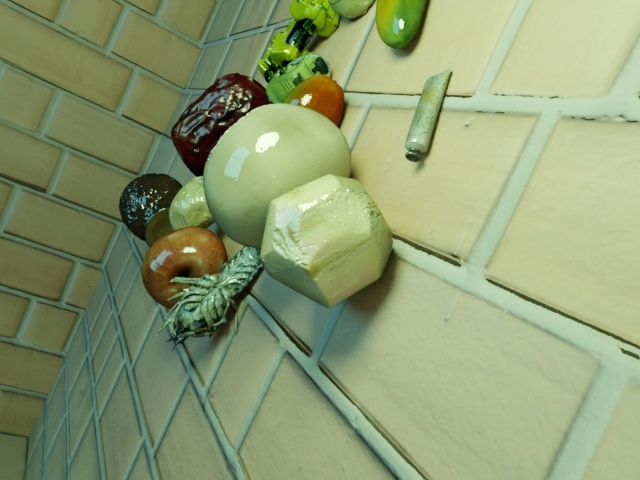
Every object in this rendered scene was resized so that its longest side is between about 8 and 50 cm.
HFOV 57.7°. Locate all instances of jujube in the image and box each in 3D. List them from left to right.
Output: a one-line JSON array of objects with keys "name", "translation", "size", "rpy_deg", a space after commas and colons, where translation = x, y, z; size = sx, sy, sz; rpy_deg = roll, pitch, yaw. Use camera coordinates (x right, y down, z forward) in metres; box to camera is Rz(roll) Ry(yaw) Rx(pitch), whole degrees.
[{"name": "jujube", "translation": [-0.316, -0.365, 1.864], "size": [0.376, 0.259, 0.258], "rpy_deg": [-48, 32, 22]}]

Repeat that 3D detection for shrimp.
[{"name": "shrimp", "translation": [-0.275, 0.142, 1.510], "size": [0.410, 0.166, 0.221], "rpy_deg": [-43, 74, 2]}]

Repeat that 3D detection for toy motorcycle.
[{"name": "toy motorcycle", "translation": [-0.081, -0.585, 1.734], "size": [0.342, 0.142, 0.205], "rpy_deg": [-43, 37, 41]}]

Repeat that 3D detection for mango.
[{"name": "mango", "translation": [-0.043, -0.267, 1.425], "size": [0.129, 0.146, 0.289], "rpy_deg": [-107, 39, -68]}, {"name": "mango", "translation": [0.175, -0.520, 1.286], "size": [0.137, 0.091, 0.237], "rpy_deg": [-18, 54, 63]}]

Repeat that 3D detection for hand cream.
[{"name": "hand cream", "translation": [0.196, -0.236, 1.085], "size": [0.067, 0.042, 0.194], "rpy_deg": [-15, 52, 58]}]

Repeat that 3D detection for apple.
[{"name": "apple", "translation": [-0.384, 0.074, 1.670], "size": [0.253, 0.254, 0.253], "rpy_deg": [-41, 37, 41]}]

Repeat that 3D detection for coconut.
[{"name": "coconut", "translation": [0.002, 0.003, 1.033], "size": [0.241, 0.241, 0.241], "rpy_deg": [-41, 37, 41]}]

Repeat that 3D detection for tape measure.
[{"name": "tape measure", "translation": [-0.059, -0.436, 1.591], "size": [0.175, 0.106, 0.200], "rpy_deg": [-46, 20, -26]}]

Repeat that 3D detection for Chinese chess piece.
[{"name": "Chinese chess piece", "translation": [0.102, -0.688, 1.557], "size": [0.188, 0.083, 0.188], "rpy_deg": [-41, 35, 36]}]

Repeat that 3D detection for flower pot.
[{"name": "flower pot", "translation": [-0.585, -0.087, 2.142], "size": [0.266, 0.267, 0.267], "rpy_deg": [-61, 37, 11]}]

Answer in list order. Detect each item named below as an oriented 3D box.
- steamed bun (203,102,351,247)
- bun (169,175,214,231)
[{"name": "steamed bun", "translation": [-0.077, -0.121, 1.211], "size": [0.206, 0.324, 0.324], "rpy_deg": [42, 111, 22]}, {"name": "bun", "translation": [-0.368, -0.120, 1.806], "size": [0.244, 0.153, 0.244], "rpy_deg": [-32, 6, 4]}]
